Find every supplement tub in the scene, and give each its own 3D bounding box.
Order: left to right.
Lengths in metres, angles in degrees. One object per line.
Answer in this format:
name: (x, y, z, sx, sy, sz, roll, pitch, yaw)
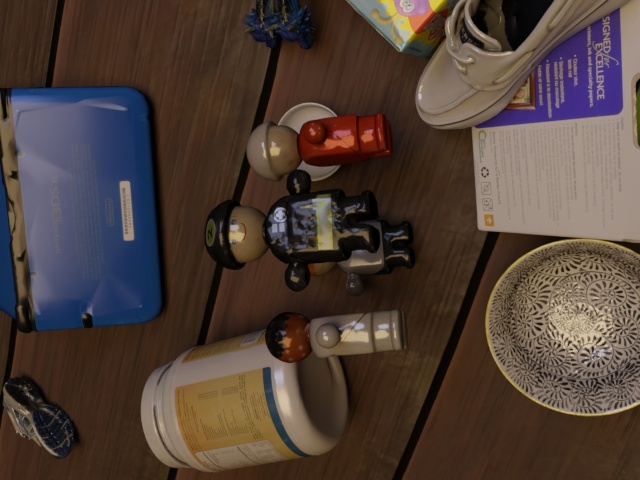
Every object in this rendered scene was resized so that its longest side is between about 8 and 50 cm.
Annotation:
supplement tub: (-0.084, 0.179, 0.760, 0.199, 0.144, 0.144, -17, 95, 23)

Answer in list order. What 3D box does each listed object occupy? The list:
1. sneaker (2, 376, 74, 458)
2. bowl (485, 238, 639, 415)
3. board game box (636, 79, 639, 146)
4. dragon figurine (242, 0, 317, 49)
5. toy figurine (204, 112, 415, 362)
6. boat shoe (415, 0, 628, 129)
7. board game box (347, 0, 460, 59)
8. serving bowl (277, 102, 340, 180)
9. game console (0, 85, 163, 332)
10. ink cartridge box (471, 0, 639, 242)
sneaker: (-0.398, 0.256, 0.950, 0.135, 0.052, 0.058, 46, 122, 14)
bowl: (0.250, 0.073, 0.649, 0.170, 0.080, 0.170, 5, 103, 20)
board game box: (0.393, -0.202, 0.491, 0.233, 0.078, 0.347, 18, 123, 16)
dragon figurine: (-0.054, -0.304, 0.619, 0.085, 0.289, 0.144, 6, 65, 17)
toy figurine: (0.000, 0.000, 0.645, 0.148, 0.213, 0.209, -6, 129, 16)
boat shoe: (0.144, -0.177, 0.555, 0.258, 0.084, 0.095, -44, 59, 51)
board game box: (0.131, -0.309, 0.579, 0.142, 0.144, 0.275, 47, 113, 5)
serving bowl: (-0.007, -0.107, 0.734, 0.083, 0.027, 0.083, 4, 102, 20)
game console: (-0.337, -0.047, 0.871, 0.250, 0.173, 0.293, -3, 102, -11)
ink cartridge box: (0.217, -0.103, 0.583, 0.208, 0.045, 0.206, 8, 106, 58)
